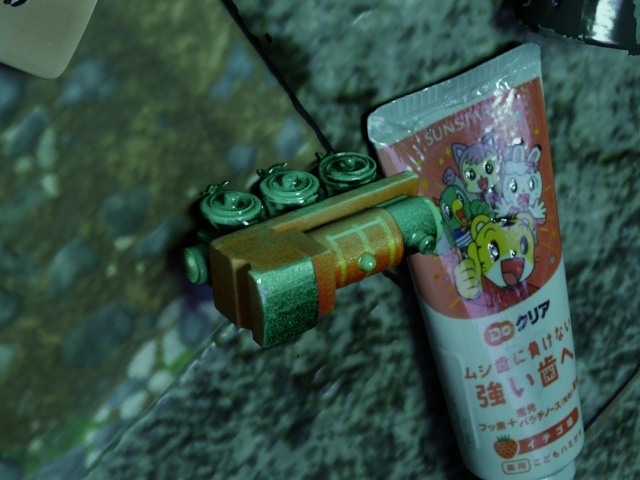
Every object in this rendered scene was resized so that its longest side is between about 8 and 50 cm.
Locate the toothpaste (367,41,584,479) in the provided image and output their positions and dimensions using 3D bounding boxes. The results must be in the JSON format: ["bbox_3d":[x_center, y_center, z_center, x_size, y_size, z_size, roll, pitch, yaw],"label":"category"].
[{"bbox_3d":[0.078,0.032,0.703,0.089,0.057,0.234,-26,118,-23],"label":"toothpaste"}]

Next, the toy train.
[{"bbox_3d":[0.000,0.000,0.606,0.103,0.064,0.044,-20,123,-30],"label":"toy train"}]

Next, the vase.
[{"bbox_3d":[0.123,-0.161,0.625,0.059,0.059,0.167,-4,115,-38],"label":"vase"}]

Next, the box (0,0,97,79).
[{"bbox_3d":[-0.119,-0.089,0.488,0.115,0.025,0.048,22,99,-45],"label":"box"}]
